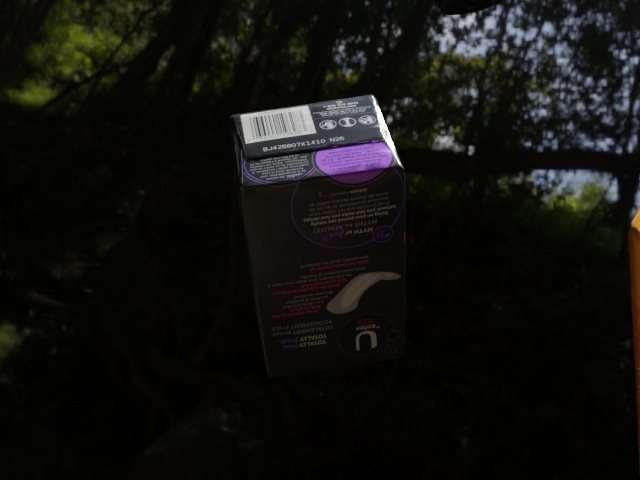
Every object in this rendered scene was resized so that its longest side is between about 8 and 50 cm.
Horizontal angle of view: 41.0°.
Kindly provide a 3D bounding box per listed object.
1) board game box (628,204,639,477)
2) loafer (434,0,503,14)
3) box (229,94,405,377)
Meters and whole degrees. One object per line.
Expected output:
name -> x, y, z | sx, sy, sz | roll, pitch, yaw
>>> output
board game box -> 0.418, 0.063, 0.511 | 0.356, 0.356, 0.356 | 9, -51, 33
loafer -> 0.176, -0.269, 0.721 | 0.078, 0.223, 0.076 | 52, -10, 10
box -> 0.000, 0.000, 0.937 | 0.165, 0.143, 0.270 | -8, -51, -5
